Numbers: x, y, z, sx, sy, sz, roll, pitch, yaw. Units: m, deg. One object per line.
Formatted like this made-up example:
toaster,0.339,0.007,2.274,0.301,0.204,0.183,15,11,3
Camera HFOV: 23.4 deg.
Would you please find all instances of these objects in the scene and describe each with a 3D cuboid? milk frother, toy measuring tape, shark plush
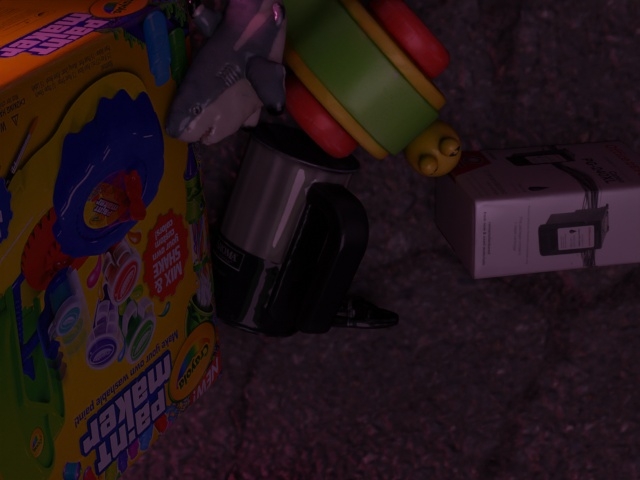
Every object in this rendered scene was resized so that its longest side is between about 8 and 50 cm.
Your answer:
milk frother,0.000,0.000,1.122,0.143,0.129,0.135,-8,124,-57
toy measuring tape,-0.011,-0.153,1.035,0.121,0.121,0.330,-42,114,7
shark plush,-0.053,-0.138,0.968,0.067,0.073,0.161,10,94,-17

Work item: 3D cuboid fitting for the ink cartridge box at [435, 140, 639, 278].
ink cartridge box,0.169,-0.025,1.129,0.150,0.109,0.063,-5,112,-10

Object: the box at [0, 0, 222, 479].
box,-0.212,0.015,0.943,0.177,0.290,0.279,7,116,23
